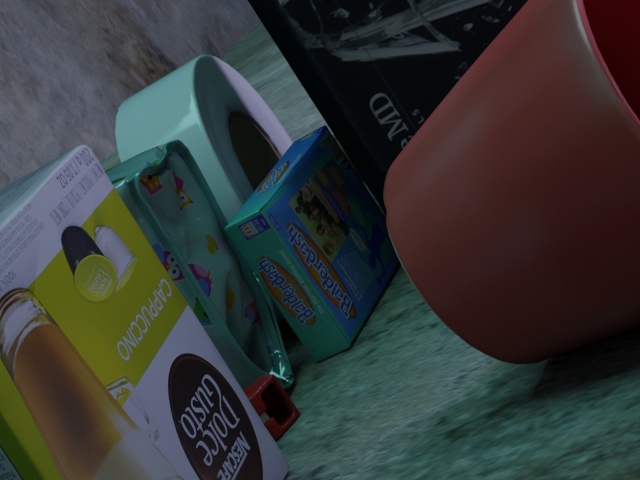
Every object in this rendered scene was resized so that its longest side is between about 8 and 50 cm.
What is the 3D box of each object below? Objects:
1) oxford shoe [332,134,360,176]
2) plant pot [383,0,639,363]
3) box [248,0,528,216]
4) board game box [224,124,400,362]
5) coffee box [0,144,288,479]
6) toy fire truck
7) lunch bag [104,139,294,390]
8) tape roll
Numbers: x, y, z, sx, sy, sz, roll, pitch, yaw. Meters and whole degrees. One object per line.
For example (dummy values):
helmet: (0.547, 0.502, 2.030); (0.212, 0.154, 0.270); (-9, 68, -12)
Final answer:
oxford shoe: (0.035, -0.093, 2.420); (0.212, 0.076, 0.076); (-25, 45, 25)
plant pot: (0.196, -0.049, 1.452); (0.243, 0.275, 0.275); (-38, 8, 35)
box: (0.165, -0.312, 1.941); (0.471, 0.480, 0.297); (-34, 14, -1)
board game box: (0.000, 0.000, 1.915); (0.047, 0.160, 0.210); (-27, 14, 28)
coffee box: (-0.274, 0.184, 1.510); (0.338, 0.334, 0.337); (-26, 14, 22)
toy fire truck: (-0.122, 0.197, 1.740); (0.192, 0.047, 0.135); (-42, 17, -31)
lunch bag: (-0.172, 0.072, 1.841); (0.223, 0.262, 0.160); (-27, 12, 19)
tape roll: (-0.092, -0.047, 2.033); (0.100, 0.286, 0.286); (-28, 14, 16)
